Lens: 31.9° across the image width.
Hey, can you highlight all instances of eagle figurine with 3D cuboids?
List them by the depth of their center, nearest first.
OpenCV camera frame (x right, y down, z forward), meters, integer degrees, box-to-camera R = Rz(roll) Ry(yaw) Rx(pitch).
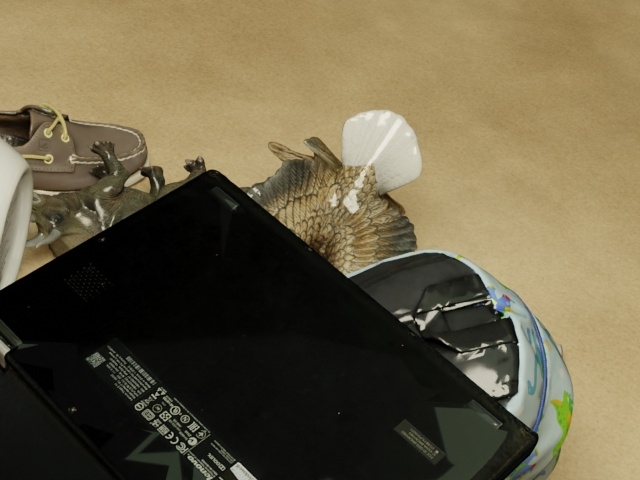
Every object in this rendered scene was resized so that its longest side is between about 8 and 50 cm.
[{"bbox_3d":[0.002,0.009,1.284,0.226,0.225,0.298,-7,31,30],"label":"eagle figurine"}]

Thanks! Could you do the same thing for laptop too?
[{"bbox_3d":[-0.118,0.211,0.907,0.408,0.236,0.382,-34,61,-31],"label":"laptop"}]

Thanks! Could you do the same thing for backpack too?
[{"bbox_3d":[0.047,0.163,1.016,0.273,0.355,0.290,29,29,-38],"label":"backpack"}]

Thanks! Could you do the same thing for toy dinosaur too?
[{"bbox_3d":[-0.217,-0.027,1.366,0.313,0.121,0.160,9,66,-22],"label":"toy dinosaur"}]

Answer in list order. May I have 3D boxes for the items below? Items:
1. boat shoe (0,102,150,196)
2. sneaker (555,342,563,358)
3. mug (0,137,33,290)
[{"bbox_3d":[-0.374,-0.121,1.428,0.324,0.096,0.116,-2,40,-19],"label":"boat shoe"},{"bbox_3d":[0.250,0.154,1.318,0.067,0.042,0.118,18,30,-1],"label":"sneaker"},{"bbox_3d":[-0.477,-0.002,1.102,0.328,0.276,0.374,11,35,-6],"label":"mug"}]
